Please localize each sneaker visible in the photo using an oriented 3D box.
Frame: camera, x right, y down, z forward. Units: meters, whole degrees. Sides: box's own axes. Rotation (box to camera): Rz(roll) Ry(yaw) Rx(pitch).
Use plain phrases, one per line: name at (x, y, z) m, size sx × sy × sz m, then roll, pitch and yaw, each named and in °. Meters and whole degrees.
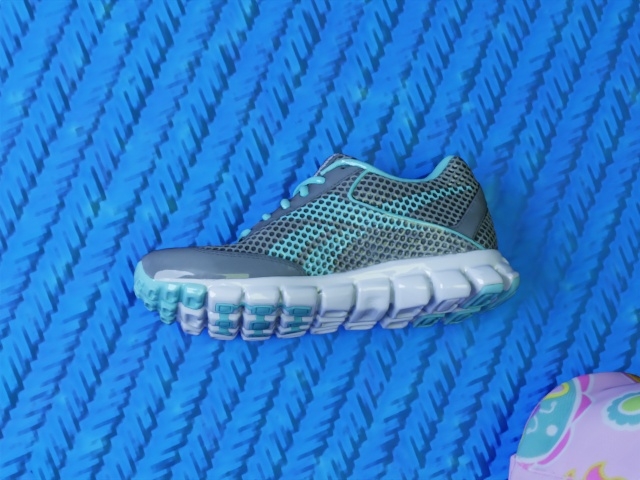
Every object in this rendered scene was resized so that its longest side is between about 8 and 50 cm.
sneaker at (0.000, 0.000, 0.807) m, size 0.166 × 0.065 × 0.076 m, roll -3°, pitch 71°, yaw -17°

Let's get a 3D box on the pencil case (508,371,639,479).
pencil case at (0.185, 0.125, 0.721) m, size 0.124 × 0.284 × 0.124 m, roll -4°, pitch 98°, yaw -28°
